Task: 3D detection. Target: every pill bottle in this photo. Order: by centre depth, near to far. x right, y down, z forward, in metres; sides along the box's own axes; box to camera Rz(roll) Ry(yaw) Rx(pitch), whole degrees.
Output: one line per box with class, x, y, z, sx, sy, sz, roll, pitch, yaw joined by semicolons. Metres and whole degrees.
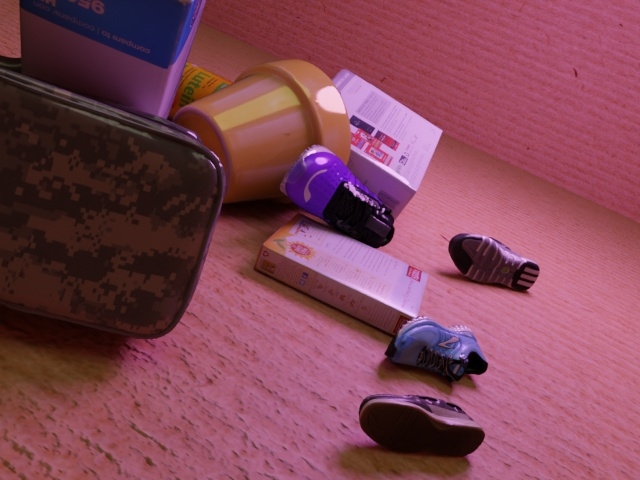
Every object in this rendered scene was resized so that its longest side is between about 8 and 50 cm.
pill bottle;-0.232;-0.290;1.271;0.245;0.137;0.136;27;22;12

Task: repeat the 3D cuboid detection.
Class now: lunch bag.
lunch bag;-0.271;-0.053;0.614;0.304;0.213;0.256;17;4;-18

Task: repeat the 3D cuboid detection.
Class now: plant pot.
plant pot;-0.115;-0.170;0.998;0.254;0.254;0.239;34;41;28

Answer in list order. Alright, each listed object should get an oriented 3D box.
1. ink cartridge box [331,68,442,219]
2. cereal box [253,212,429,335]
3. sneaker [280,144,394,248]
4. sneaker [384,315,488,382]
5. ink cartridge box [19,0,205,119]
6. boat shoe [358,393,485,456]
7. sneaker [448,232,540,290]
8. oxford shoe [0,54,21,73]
ink cartridge box;0.091;-0.202;1.225;0.271;0.130;0.309;33;38;0
cereal box;0.040;0.047;0.870;0.240;0.047;0.173;26;23;8
sneaker;0.053;-0.057;0.960;0.146;0.102;0.293;40;6;27
sneaker;0.156;0.144;0.740;0.162;0.064;0.073;8;29;-32
ink cartridge box;-0.249;-0.272;0.739;0.166;0.395;0.286;19;56;-16
boat shoe;0.100;0.188;0.602;0.152;0.056;0.049;23;15;-24
sneaker;0.319;0.027;1.158;0.228;0.086;0.132;23;14;-28
oxford shoe;-0.446;-0.282;0.935;0.227;0.096;0.083;6;27;-32
